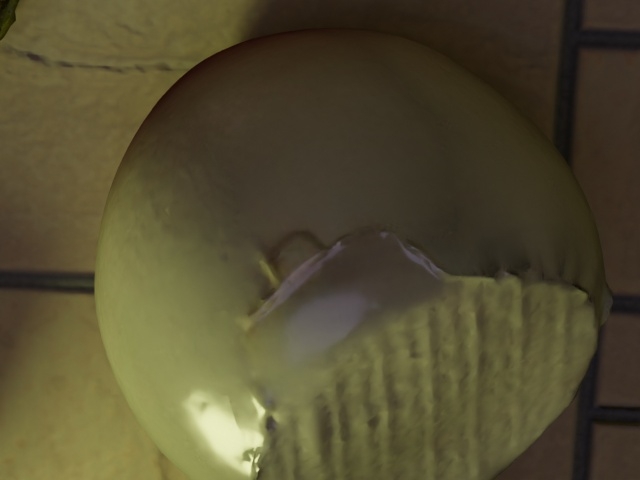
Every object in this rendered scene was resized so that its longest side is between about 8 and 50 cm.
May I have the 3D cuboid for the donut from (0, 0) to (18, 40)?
[{"bbox_3d":[-0.312,-0.156,1.027,0.272,0.107,0.272,-4,124,-6],"label":"donut"}]

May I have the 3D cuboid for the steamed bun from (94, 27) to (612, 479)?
[{"bbox_3d":[0.000,0.000,1.026,0.309,0.309,0.309,1,111,3],"label":"steamed bun"}]
